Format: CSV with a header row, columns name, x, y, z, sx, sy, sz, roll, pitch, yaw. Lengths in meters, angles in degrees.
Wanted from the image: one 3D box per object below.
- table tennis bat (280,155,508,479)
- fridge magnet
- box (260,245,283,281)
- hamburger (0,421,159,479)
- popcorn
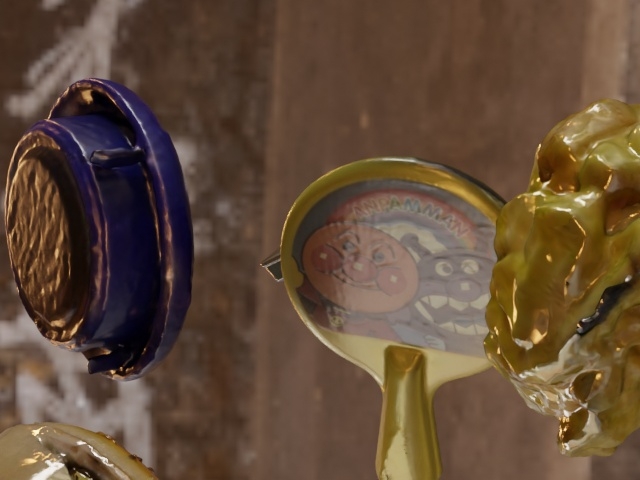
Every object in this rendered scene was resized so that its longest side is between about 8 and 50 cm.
name,x,y,z,sx,sy,sz,roll,pitch,yaw
table tennis bat,0.074,0.081,1.663,0.054,0.224,0.368,-68,-17,-50
fridge magnet,-0.193,-0.008,1.659,0.265,0.113,0.265,18,112,57
box,0.000,0.000,2.033,0.126,0.091,0.031,-26,100,48
hamburger,-0.209,0.295,1.635,0.300,0.176,0.300,32,134,41
popcorn,0.243,0.033,1.496,0.215,0.252,0.286,-117,33,-53
